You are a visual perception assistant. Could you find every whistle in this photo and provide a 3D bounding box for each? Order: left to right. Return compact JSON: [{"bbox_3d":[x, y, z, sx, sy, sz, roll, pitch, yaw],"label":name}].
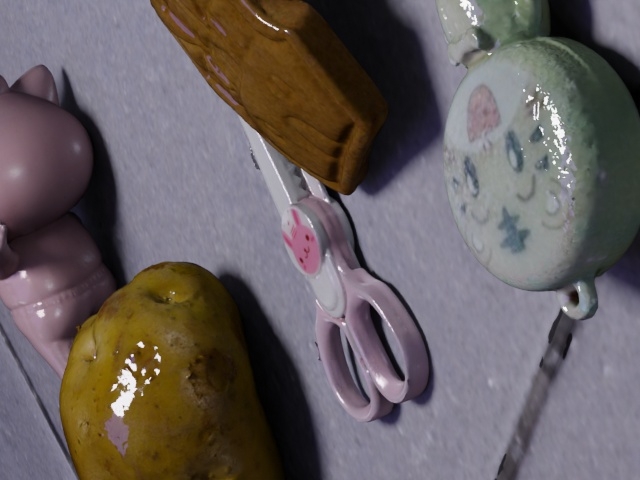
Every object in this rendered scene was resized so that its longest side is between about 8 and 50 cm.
[{"bbox_3d":[0.099,-0.084,0.947,0.126,0.067,0.258,-35,69,57],"label":"whistle"}]

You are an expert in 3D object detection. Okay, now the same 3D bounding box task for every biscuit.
[{"bbox_3d":[-0.049,-0.120,1.143,0.215,0.034,0.182,44,163,8],"label":"biscuit"}]

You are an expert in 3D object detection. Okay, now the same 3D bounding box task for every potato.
[{"bbox_3d":[-0.102,0.198,1.429,0.195,0.176,0.369,3,114,35],"label":"potato"}]

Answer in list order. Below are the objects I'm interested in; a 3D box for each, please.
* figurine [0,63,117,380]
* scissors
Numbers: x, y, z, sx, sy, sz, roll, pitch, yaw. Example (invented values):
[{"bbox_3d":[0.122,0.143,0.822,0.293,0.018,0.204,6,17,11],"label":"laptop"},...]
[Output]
[{"bbox_3d":[-0.264,0.001,1.630,0.186,0.176,0.287,-9,113,40],"label":"figurine"},{"bbox_3d":[0.000,0.000,1.235,0.242,0.030,0.118,67,153,8],"label":"scissors"}]
